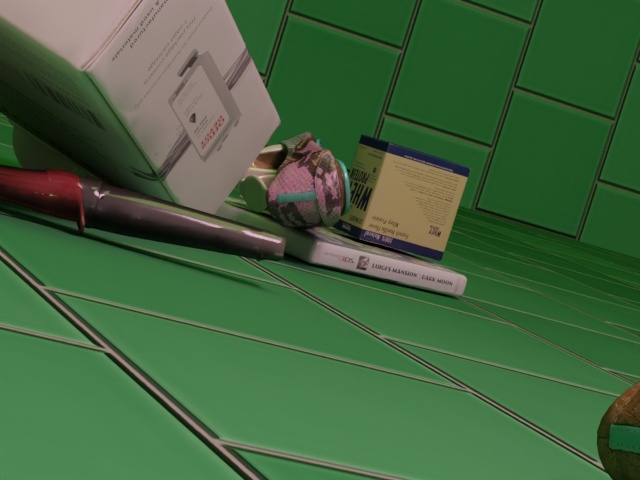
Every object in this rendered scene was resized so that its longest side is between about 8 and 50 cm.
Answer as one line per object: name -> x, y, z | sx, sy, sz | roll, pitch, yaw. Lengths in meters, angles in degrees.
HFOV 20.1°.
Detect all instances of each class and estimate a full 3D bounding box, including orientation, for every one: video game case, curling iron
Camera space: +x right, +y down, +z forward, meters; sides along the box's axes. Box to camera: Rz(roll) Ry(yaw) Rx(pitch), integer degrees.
video game case -> 0.000, 0.000, 1.504 | 0.173, 0.022, 0.190 | 13, 6, -41
curling iron -> -0.153, -0.022, 1.103 | 0.274, 0.035, 0.068 | 15, 9, -16

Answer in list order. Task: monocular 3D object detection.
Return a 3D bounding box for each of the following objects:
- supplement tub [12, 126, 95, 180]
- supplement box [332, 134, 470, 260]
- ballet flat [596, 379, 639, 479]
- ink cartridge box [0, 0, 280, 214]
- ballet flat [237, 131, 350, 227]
supplement tub -> -0.189, -0.078, 1.424 | 0.071, 0.071, 0.107 | 19, 5, 17
supplement box -> 0.068, -0.036, 1.516 | 0.083, 0.083, 0.056 | 15, 4, -26
ballet flat -> 0.249, 0.101, 0.841 | 0.342, 0.116, 0.124 | 8, -9, -44
ink cartridge box -> -0.162, -0.142, 1.223 | 0.207, 0.117, 0.283 | 32, -12, 20
ballet flat -> -0.026, -0.046, 1.429 | 0.079, 0.077, 0.221 | -3, 6, -5
